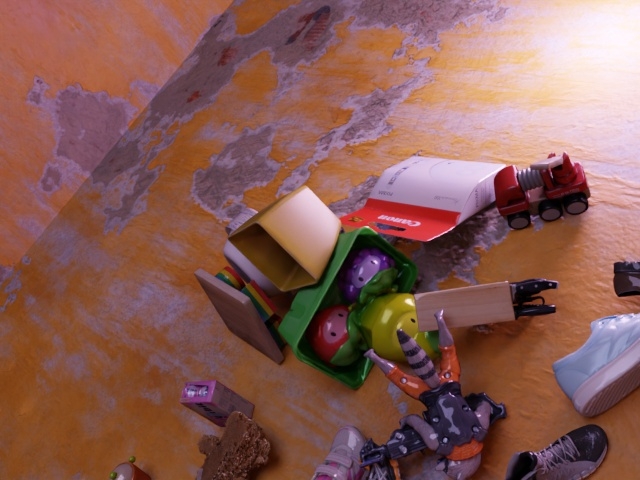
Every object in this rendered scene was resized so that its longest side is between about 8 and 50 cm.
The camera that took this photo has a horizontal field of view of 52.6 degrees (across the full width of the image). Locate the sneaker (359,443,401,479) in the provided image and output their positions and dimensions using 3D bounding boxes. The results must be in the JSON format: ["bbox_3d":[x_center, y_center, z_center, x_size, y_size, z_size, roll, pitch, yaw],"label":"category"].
[{"bbox_3d":[0.140,0.542,1.395,0.083,0.084,0.215,-11,35,-2],"label":"sneaker"}]

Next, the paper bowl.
[{"bbox_3d":[-0.170,0.053,1.878,0.148,0.284,0.284,-43,41,-13],"label":"paper bowl"}]

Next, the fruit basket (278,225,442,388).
[{"bbox_3d":[0.122,0.182,1.595,0.392,0.283,0.392,-31,40,30],"label":"fruit basket"}]

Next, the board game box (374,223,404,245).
[{"bbox_3d":[0.186,-0.018,1.878,0.090,0.020,0.090,25,75,46],"label":"board game box"}]

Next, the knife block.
[{"bbox_3d":[0.381,0.139,1.442,0.242,0.275,0.088,-18,78,55],"label":"knife block"}]

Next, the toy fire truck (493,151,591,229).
[{"bbox_3d":[0.518,-0.143,1.564,0.217,0.246,0.158,-16,48,26],"label":"toy fire truck"}]

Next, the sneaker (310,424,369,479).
[{"bbox_3d":[0.040,0.536,1.463,0.103,0.111,0.252,-9,51,31],"label":"sneaker"}]

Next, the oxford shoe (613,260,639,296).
[{"bbox_3d":[0.732,0.098,1.346,0.227,0.083,0.096,-1,73,38],"label":"oxford shoe"}]

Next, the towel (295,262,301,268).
[{"bbox_3d":[0.048,0.074,1.790,0.144,0.197,0.029,-53,11,-11],"label":"towel"}]

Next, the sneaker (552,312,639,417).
[{"bbox_3d":[0.625,0.187,1.298,0.366,0.135,0.150,-37,45,4],"label":"sneaker"}]

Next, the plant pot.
[{"bbox_3d":[-0.074,-0.016,1.661,0.187,0.212,0.212,-51,14,-28],"label":"plant pot"}]

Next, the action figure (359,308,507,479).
[{"bbox_3d":[0.212,0.357,1.356,0.341,0.178,0.330,-27,74,-4],"label":"action figure"}]

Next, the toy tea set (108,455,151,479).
[{"bbox_3d":[-0.538,0.746,1.713,0.200,0.124,0.336,-38,42,4],"label":"toy tea set"}]

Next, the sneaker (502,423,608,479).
[{"bbox_3d":[0.445,0.421,1.240,0.228,0.132,0.086,-40,42,3],"label":"sneaker"}]

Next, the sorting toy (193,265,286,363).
[{"bbox_3d":[-0.209,0.192,1.839,0.089,0.255,0.257,-42,40,-23],"label":"sorting toy"}]

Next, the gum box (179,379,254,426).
[{"bbox_3d":[-0.276,0.435,1.726,0.107,0.188,0.062,-10,51,30],"label":"gum box"}]

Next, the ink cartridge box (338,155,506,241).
[{"bbox_3d":[0.262,-0.123,1.715,0.308,0.091,0.385,14,30,42],"label":"ink cartridge box"}]

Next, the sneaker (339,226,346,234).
[{"bbox_3d":[0.000,0.000,1.952,0.153,0.101,0.268,-33,40,-2],"label":"sneaker"}]

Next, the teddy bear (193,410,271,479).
[{"bbox_3d":[-0.250,0.604,1.647,0.245,0.113,0.338,11,71,49],"label":"teddy bear"}]
